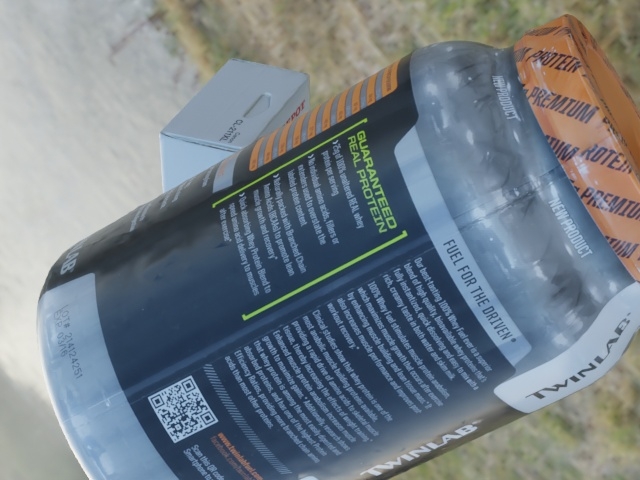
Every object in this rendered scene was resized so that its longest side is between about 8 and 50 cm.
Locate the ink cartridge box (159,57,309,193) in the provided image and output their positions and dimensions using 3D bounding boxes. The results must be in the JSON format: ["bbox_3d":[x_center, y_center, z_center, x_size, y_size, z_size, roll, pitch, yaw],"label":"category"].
[{"bbox_3d":[-0.063,-0.036,1.175,0.072,0.127,0.175,14,128,18],"label":"ink cartridge box"}]

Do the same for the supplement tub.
[{"bbox_3d":[0.027,0.023,0.790,0.193,0.316,0.193,50,-157,-30],"label":"supplement tub"}]
